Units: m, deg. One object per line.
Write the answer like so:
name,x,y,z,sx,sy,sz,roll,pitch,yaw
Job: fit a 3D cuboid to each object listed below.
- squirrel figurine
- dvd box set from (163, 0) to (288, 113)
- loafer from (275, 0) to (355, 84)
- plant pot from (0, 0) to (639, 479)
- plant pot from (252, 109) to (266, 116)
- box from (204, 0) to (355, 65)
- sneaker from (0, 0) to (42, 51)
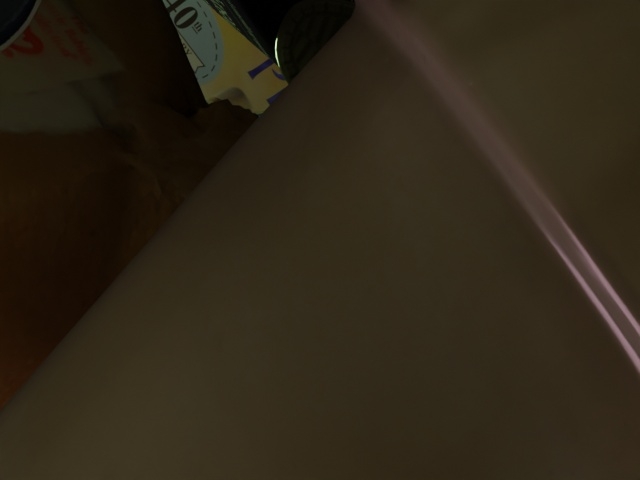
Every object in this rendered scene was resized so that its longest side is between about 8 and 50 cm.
squirrel figurine,-0.180,0.050,0.810,0.397,0.370,0.281,28,-141,-14
dvd box set,-0.109,-0.030,1.256,0.307,0.420,0.062,56,179,-9
loafer,0.048,-0.060,0.795,0.148,0.056,0.050,29,-171,4
plant pot,0.033,0.090,0.560,0.323,0.280,0.323,57,-179,-2
plant pot,0.023,0.019,1.062,0.236,0.236,0.212,-72,-28,-87
box,-0.068,-0.195,0.763,0.184,0.103,0.261,45,179,17
sneaker,-0.102,-0.171,0.524,0.153,0.099,0.282,-132,45,-60
